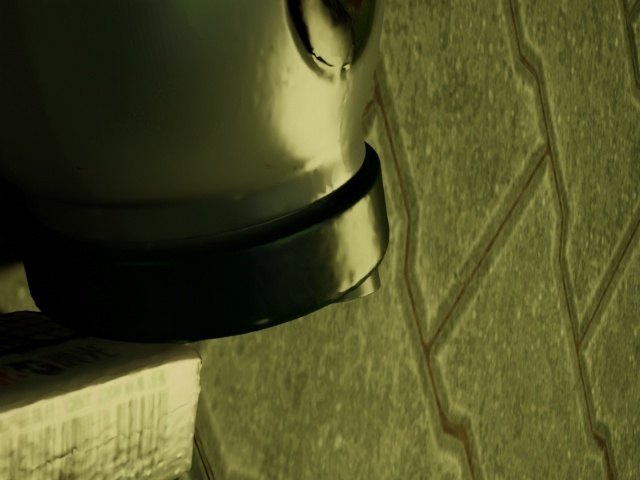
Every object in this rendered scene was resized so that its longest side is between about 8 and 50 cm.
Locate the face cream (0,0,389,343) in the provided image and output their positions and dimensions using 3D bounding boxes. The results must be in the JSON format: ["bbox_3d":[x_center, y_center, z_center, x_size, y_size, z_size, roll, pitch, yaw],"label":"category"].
[{"bbox_3d":[-0.085,-0.147,0.827,0.312,0.219,0.357,-47,135,-55],"label":"face cream"}]

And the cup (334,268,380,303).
[{"bbox_3d":[0.000,0.000,1.165,0.100,0.078,0.077,-122,-156,-79],"label":"cup"}]

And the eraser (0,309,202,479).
[{"bbox_3d":[-0.187,0.099,0.759,0.287,0.130,0.086,-11,106,-62],"label":"eraser"}]
